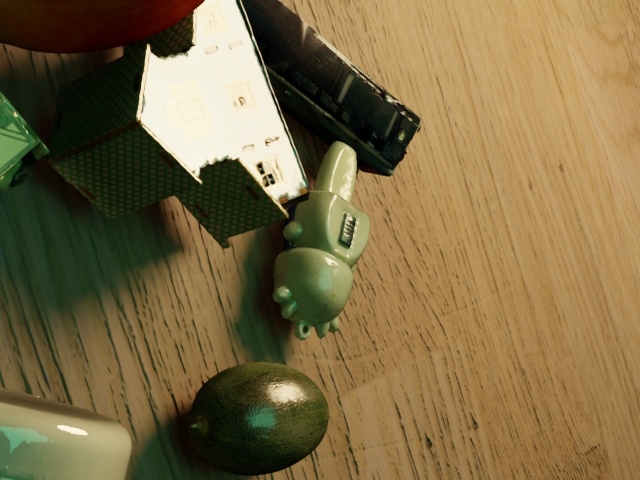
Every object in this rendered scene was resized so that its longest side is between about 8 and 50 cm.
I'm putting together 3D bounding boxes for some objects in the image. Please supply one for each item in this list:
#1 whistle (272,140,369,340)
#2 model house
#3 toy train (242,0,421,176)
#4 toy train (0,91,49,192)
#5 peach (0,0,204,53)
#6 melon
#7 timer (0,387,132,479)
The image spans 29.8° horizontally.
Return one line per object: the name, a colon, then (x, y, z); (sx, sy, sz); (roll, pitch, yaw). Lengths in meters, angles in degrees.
whistle: (0.000, 0.000, 1.360); (0.110, 0.092, 0.244); (30, 59, -35)
model house: (-0.157, -0.109, 1.163); (0.206, 0.178, 0.271); (-27, 100, -53)
toy train: (-0.051, -0.211, 1.373); (0.409, 0.089, 0.086); (34, 78, -34)
toy train: (-0.369, -0.114, 1.000); (0.269, 0.115, 0.154); (52, 45, -15)
peach: (-0.206, -0.351, 1.012); (0.388, 0.388, 0.388); (16, 67, -43)
melon: (-0.064, 0.182, 1.219); (0.167, 0.114, 0.114); (2, 77, -46)
timer: (-0.262, 0.142, 0.934); (0.233, 0.233, 0.240); (20, 80, -41)
